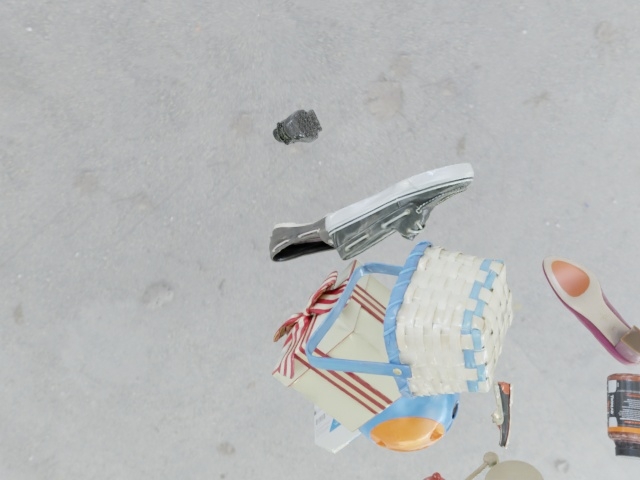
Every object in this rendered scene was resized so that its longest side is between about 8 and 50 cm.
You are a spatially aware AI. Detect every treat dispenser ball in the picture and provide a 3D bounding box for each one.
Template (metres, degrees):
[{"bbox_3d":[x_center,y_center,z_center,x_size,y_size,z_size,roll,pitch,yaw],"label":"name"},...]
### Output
[{"bbox_3d":[0.209,0.388,1.567,0.288,0.288,0.288,-2,110,-5],"label":"treat dispenser ball"}]

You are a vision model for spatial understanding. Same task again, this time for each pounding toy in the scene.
[{"bbox_3d":[0.593,0.791,1.935,0.183,0.237,0.110,-37,124,-31],"label":"pounding toy"}]

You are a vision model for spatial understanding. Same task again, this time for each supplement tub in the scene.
[{"bbox_3d":[0.762,0.433,1.510,0.106,0.106,0.198,14,69,-10],"label":"supplement tub"}]

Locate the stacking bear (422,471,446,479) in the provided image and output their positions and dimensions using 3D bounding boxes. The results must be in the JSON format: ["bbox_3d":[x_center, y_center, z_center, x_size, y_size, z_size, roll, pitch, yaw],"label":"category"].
[{"bbox_3d":[0.282,0.790,1.809,0.164,0.175,0.289,17,130,-29],"label":"stacking bear"}]

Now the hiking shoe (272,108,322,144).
[{"bbox_3d":[-0.067,-0.271,1.542,0.114,0.227,0.086,-25,96,15],"label":"hiking shoe"}]

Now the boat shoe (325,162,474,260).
[{"bbox_3d":[0.173,-0.054,1.284,0.335,0.121,0.119,-24,80,24],"label":"boat shoe"}]

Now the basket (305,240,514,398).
[{"bbox_3d":[0.146,0.128,0.986,0.289,0.255,0.201,8,129,28],"label":"basket"}]

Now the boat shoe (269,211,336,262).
[{"bbox_3d":[0.000,0.000,1.574,0.335,0.095,0.112,-9,150,41],"label":"boat shoe"}]

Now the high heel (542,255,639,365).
[{"bbox_3d":[0.776,0.208,1.771,0.127,0.377,0.181,-34,155,-3],"label":"high heel"}]

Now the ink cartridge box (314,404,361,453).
[{"bbox_3d":[0.053,0.474,1.728,0.082,0.190,0.139,36,117,-21],"label":"ink cartridge box"}]

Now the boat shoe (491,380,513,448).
[{"bbox_3d":[0.380,0.364,1.287,0.043,0.049,0.137,4,73,13],"label":"boat shoe"}]

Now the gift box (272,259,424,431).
[{"bbox_3d":[0.060,0.220,1.309,0.258,0.276,0.255,39,115,-8],"label":"gift box"}]
